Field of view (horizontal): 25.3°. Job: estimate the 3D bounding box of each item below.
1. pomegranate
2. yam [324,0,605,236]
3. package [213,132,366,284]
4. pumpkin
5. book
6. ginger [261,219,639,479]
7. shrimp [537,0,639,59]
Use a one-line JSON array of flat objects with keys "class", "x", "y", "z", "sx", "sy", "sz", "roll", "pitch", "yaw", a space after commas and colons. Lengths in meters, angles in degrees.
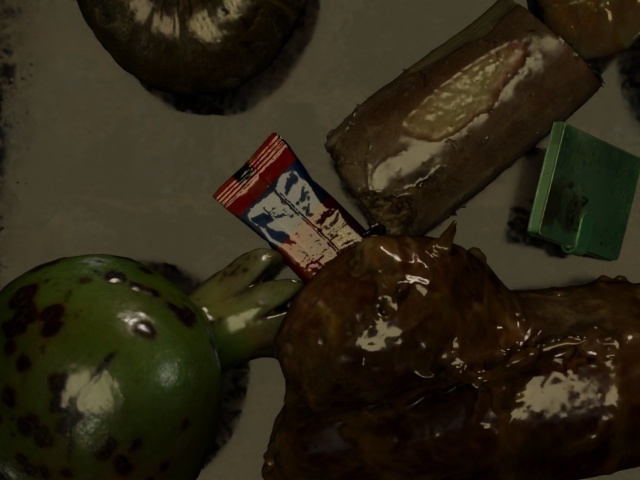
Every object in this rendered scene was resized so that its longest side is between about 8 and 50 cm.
[{"class": "pomegranate", "x": -0.151, "y": 0.104, "z": 1.179, "sx": 0.306, "sy": 0.242, "sz": 0.242, "roll": -31, "pitch": 87, "yaw": 0}, {"class": "yam", "x": 0.116, "y": -0.104, "z": 1.234, "sx": 0.238, "sy": 0.129, "sz": 0.128, "roll": -39, "pitch": 74, "yaw": 3}, {"class": "package", "x": 0.000, "y": 0.000, "z": 1.286, "sx": 0.083, "sy": 0.022, "sz": 0.200, "roll": -45, "pitch": 86, "yaw": -1}, {"class": "pumpkin", "x": -0.107, "y": -0.234, "z": 1.231, "sx": 0.219, "sy": 0.162, "sz": 0.219, "roll": 0, "pitch": 84, "yaw": 3}, {"class": "book", "x": 0.230, "y": -0.037, "z": 1.234, "sx": 0.017, "sy": 0.135, "sz": 0.103, "roll": 13, "pitch": 88, "yaw": 42}, {"class": "ginger", "x": 0.154, "y": 0.092, "z": 1.171, "sx": 0.418, "sy": 0.176, "sz": 0.254, "roll": -4, "pitch": 123, "yaw": -2}, {"class": "shrimp", "x": 0.238, "y": -0.291, "z": 1.248, "sx": 0.061, "sy": 0.145, "sz": 0.267, "roll": 8, "pitch": 69, "yaw": -38}]
